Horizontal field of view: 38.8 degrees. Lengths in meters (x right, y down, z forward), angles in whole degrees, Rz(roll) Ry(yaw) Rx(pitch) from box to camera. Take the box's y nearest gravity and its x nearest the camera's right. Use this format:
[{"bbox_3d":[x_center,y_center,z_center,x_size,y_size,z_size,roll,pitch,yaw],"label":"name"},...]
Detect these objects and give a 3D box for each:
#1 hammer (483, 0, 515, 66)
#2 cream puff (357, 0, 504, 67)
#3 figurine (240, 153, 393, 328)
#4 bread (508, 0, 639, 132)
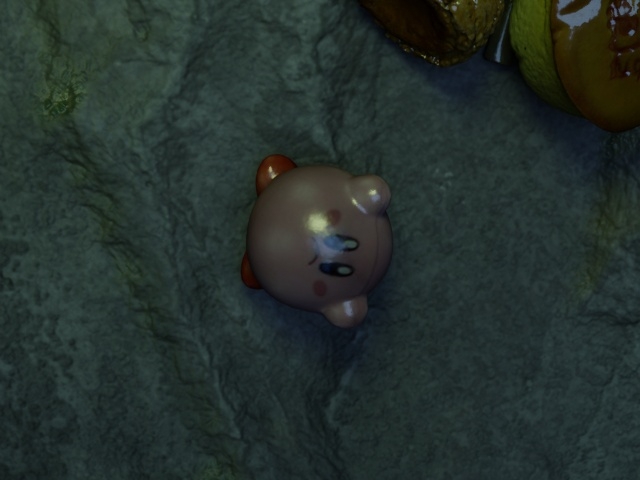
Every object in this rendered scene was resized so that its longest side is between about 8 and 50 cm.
[{"bbox_3d":[0.260,-0.380,1.034,0.111,0.043,0.365,14,102,-12],"label":"hammer"},{"bbox_3d":[0.137,-0.304,0.970,0.183,0.183,0.169,43,79,-14],"label":"cream puff"},{"bbox_3d":[0.000,0.000,1.011,0.173,0.173,0.173,-2,103,-8],"label":"figurine"},{"bbox_3d":[0.334,-0.252,0.991,0.270,0.148,0.269,-7,106,-24],"label":"bread"}]
